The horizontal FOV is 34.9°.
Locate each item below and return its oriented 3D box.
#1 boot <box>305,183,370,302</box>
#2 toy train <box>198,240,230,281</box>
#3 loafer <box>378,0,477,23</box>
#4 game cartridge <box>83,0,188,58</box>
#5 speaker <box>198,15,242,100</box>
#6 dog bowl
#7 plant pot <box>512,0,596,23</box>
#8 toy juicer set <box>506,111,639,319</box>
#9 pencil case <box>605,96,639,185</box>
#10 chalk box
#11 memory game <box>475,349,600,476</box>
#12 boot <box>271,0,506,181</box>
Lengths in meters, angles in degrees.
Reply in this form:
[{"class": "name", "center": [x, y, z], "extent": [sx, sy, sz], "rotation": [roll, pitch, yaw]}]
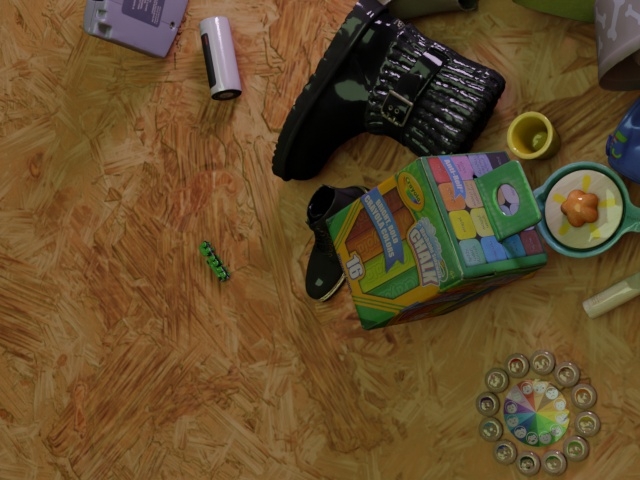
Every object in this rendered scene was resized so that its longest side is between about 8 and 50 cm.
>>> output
[{"class": "boot", "center": [0.000, 0.000, 1.591], "extent": [0.077, 0.137, 0.198], "rotation": [23, 98, 27]}, {"class": "toy train", "center": [-0.183, 0.037, 1.753], "extent": [0.024, 0.017, 0.083], "rotation": [-45, 68, 28]}, {"class": "loafer", "center": [0.187, -0.385, 1.542], "extent": [0.268, 0.102, 0.092], "rotation": [-25, 69, 23]}, {"class": "game cartridge", "center": [-0.296, -0.473, 1.747], "extent": [0.062, 0.198, 0.297], "rotation": [14, 92, 27]}, {"class": "speaker", "center": [-0.172, -0.314, 1.752], "extent": [0.055, 0.055, 0.136], "rotation": [-15, 80, 26]}, {"class": "dog bowl", "center": [0.498, -0.294, 1.246], "extent": [0.349, 0.349, 0.102], "rotation": [-20, 80, 25]}, {"class": "plant pot", "center": [0.368, -0.454, 1.387], "extent": [0.275, 0.275, 0.293], "rotation": [22, 112, 27]}, {"class": "toy juicer set", "center": [0.345, -0.013, 1.423], "extent": [0.329, 0.089, 0.209], "rotation": [46, 108, 28]}, {"class": "pencil case", "center": [0.512, -0.069, 1.337], "extent": [0.133, 0.119, 0.306], "rotation": [-42, 66, -6]}, {"class": "chalk box", "center": [0.178, -0.011, 1.418], "extent": [0.289, 0.179, 0.180], "rotation": [-35, 69, 48]}, {"class": "memory game", "center": [0.313, 0.251, 1.479], "extent": [0.186, 0.012, 0.186], "rotation": [-2, 85, 28]}, {"class": "boot", "center": [0.094, -0.171, 1.562], "extent": [0.260, 0.131, 0.348], "rotation": [36, 124, 5]}]
